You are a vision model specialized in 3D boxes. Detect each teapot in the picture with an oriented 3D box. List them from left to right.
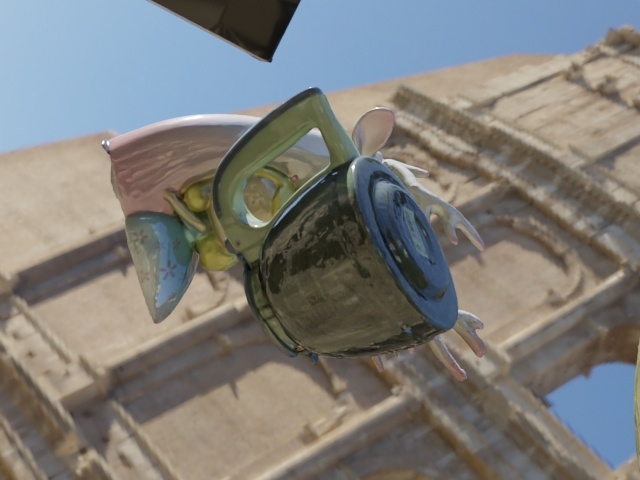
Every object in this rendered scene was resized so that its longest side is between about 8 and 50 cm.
[{"bbox_3d":[0.000,0.007,0.625,0.108,0.111,0.149,-29,-65,20],"label":"teapot"}]

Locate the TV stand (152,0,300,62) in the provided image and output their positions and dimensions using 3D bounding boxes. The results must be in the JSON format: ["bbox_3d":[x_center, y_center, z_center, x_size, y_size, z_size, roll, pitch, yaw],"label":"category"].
[{"bbox_3d":[-0.145,-0.244,0.900,0.088,0.270,0.083,-63,-168,6],"label":"TV stand"}]

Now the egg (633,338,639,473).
[{"bbox_3d":[0.331,0.080,0.459,0.345,0.428,0.345,-20,-117,48],"label":"egg"}]

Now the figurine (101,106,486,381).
[{"bbox_3d":[-0.015,0.007,1.042,0.206,0.316,0.284,-137,-147,-88],"label":"figurine"}]
